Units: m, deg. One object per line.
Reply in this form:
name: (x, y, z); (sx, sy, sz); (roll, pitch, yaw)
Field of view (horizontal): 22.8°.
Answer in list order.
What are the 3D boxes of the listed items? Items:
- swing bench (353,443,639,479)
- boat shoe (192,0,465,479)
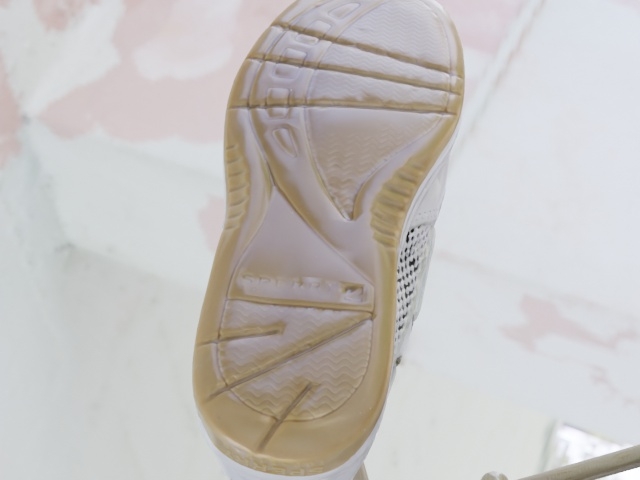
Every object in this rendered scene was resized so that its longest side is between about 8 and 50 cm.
swing bench: (0.151, 0.204, 0.805); (0.165, 0.253, 0.255); (18, -122, -43)
boat shoe: (0.000, 0.000, 0.681); (0.096, 0.098, 0.277); (94, -170, -49)
